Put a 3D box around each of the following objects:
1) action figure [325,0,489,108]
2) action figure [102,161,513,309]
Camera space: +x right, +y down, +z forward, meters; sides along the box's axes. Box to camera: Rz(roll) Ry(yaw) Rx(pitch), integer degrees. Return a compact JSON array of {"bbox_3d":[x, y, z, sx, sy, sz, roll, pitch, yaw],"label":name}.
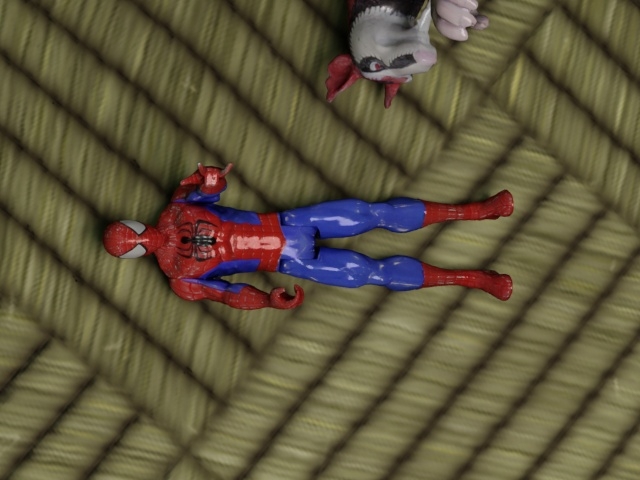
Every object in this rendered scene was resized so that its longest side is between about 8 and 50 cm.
[{"bbox_3d":[0.074,-0.259,0.919,0.276,0.248,0.370,36,109,21],"label":"action figure"},{"bbox_3d":[0.000,0.000,0.933,0.280,0.139,0.091,0,89,-11],"label":"action figure"}]
